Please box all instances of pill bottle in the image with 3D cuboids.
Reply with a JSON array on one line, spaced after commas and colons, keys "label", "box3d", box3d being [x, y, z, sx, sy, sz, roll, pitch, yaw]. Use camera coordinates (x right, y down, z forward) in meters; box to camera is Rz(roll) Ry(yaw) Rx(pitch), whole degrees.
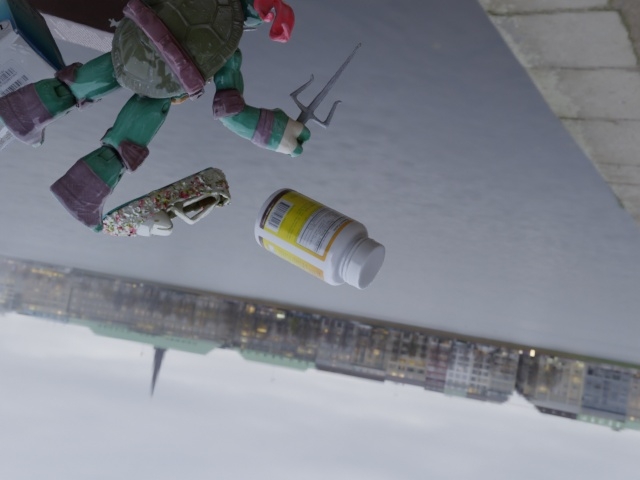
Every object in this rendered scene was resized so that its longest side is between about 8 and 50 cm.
[{"label": "pill bottle", "box3d": [0.000, 0.000, 1.194, 0.215, 0.117, 0.117, 28, -178, 25]}]

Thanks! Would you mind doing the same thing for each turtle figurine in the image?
[{"label": "turtle figurine", "box3d": [-0.100, -0.121, 0.487, 0.175, 0.234, 0.118, 51, 175, 27]}]

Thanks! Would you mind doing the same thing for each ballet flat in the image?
[{"label": "ballet flat", "box3d": [-0.252, -0.055, 1.186, 0.241, 0.077, 0.091, -29, 167, -29]}]

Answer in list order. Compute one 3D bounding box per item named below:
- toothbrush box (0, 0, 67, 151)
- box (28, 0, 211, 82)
[{"label": "toothbrush box", "box3d": [-0.517, -0.265, 1.050, 0.126, 0.216, 0.295, 51, -178, -46]}, {"label": "box", "box3d": [-0.365, -0.452, 1.300, 0.381, 0.191, 0.143, 17, 173, 6]}]
